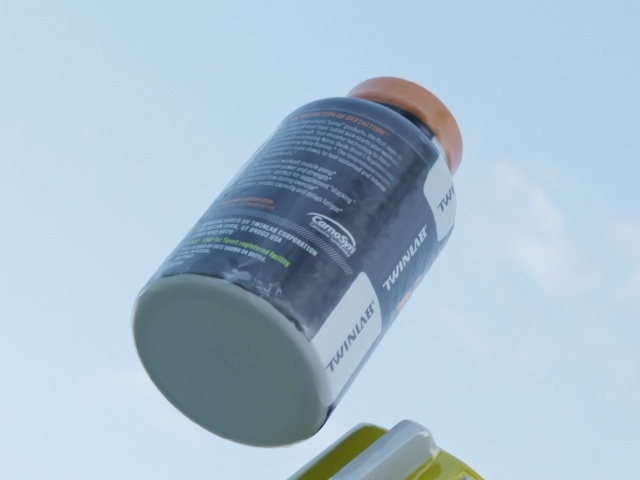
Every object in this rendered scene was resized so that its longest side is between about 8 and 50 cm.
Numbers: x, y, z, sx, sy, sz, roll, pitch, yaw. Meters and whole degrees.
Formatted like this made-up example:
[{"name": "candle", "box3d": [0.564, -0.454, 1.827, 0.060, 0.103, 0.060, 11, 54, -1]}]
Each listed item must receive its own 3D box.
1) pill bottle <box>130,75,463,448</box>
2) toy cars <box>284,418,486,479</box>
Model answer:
[{"name": "pill bottle", "box3d": [0.000, 0.000, 1.158, 0.130, 0.245, 0.130, 18, -46, 20]}, {"name": "toy cars", "box3d": [0.038, 0.206, 0.958, 0.176, 0.393, 0.087, -14, -56, 13]}]
